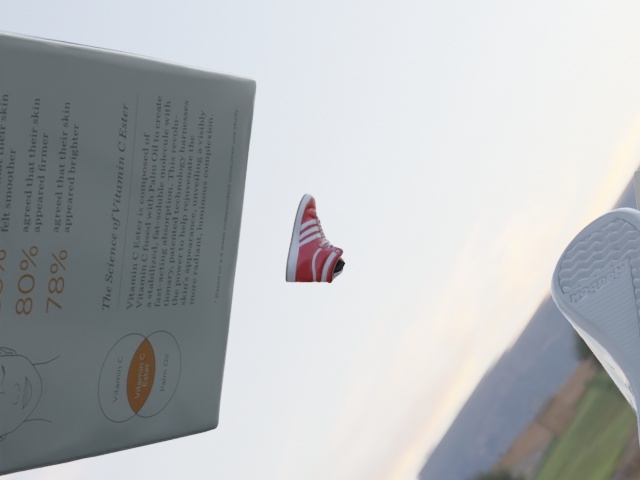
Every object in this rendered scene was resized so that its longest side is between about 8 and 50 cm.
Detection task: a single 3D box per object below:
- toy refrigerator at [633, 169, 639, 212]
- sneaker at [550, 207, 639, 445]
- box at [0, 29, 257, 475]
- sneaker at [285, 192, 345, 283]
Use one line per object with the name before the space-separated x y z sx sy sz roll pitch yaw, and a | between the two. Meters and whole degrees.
toy refrigerator | 0.443 -0.039 1.374 0.094 0.102 0.269 -5 -3 -35
sneaker | 0.210 0.088 0.642 0.094 0.151 0.256 -46 25 14
box | -0.202 -0.001 0.715 0.345 0.168 0.215 0 -82 -60
sneaker | 0.000 0.000 1.616 0.042 0.067 0.119 87 -169 -58
